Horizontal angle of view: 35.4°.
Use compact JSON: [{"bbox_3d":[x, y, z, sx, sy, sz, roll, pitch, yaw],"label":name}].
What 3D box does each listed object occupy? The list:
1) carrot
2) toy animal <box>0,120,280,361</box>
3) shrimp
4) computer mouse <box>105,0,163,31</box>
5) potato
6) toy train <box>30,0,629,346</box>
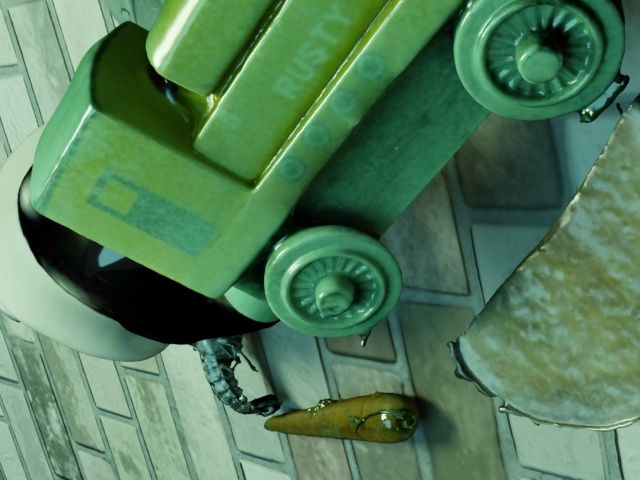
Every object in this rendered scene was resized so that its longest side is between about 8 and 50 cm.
[{"bbox_3d":[0.011,0.175,0.974,0.254,0.049,0.049,-18,98,54],"label":"carrot"},{"bbox_3d":[-0.176,-0.021,0.901,0.310,0.251,0.251,-11,103,41],"label":"toy animal"},{"bbox_3d":[-0.099,0.106,1.018,0.174,0.076,0.082,67,157,-4],"label":"shrimp"},{"bbox_3d":[-0.153,-0.243,0.885,0.113,0.068,0.229,42,136,24],"label":"computer mouse"},{"bbox_3d":[0.201,0.025,0.644,0.138,0.098,0.243,42,130,16],"label":"potato"},{"bbox_3d":[0.002,-0.106,0.611,0.253,0.160,0.397,28,125,-18],"label":"toy train"}]
